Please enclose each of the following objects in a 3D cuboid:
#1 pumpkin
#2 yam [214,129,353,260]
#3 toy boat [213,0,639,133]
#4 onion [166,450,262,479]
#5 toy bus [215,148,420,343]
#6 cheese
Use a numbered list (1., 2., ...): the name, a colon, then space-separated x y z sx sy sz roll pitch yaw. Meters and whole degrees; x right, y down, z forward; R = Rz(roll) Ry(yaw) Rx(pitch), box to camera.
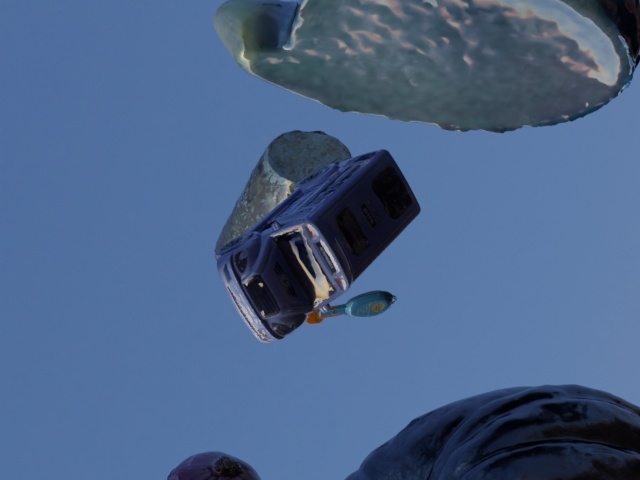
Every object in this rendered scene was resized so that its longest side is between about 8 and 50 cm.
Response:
1. pumpkin: 0.134 0.278 1.187 0.266 0.363 0.363 41 -116 -21
2. yam: -0.041 -0.039 1.921 0.107 0.107 0.194 -36 -18 -45
3. toy boat: 0.089 -0.190 1.278 0.215 0.330 0.123 108 167 -55
4. onion: -0.111 0.274 1.756 0.115 0.115 0.104 -5 -51 -56
5. toy bus: 0.000 0.000 1.153 0.073 0.076 0.167 60 -142 -12
6. cheese: 0.036 0.078 1.950 0.111 0.017 0.047 -10 -41 -12
